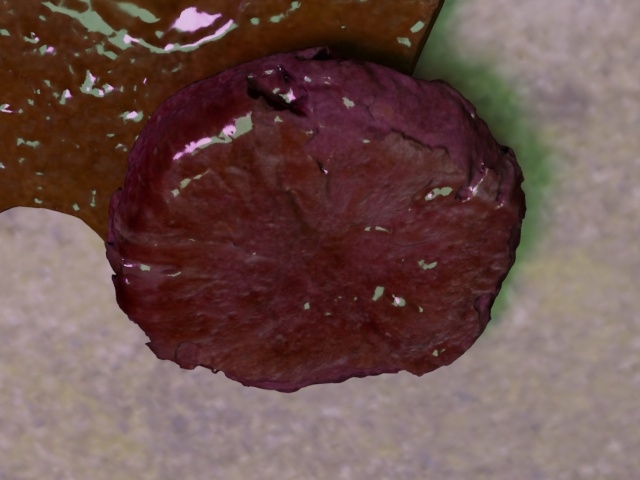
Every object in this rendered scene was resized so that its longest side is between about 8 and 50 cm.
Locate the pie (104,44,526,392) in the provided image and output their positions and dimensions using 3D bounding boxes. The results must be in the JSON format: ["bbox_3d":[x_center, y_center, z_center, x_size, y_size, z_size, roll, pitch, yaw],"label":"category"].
[{"bbox_3d":[0.000,0.000,0.434,0.154,0.038,0.153,-3,130,-4],"label":"pie"}]

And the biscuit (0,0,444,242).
[{"bbox_3d":[-0.068,-0.079,0.431,0.182,0.034,0.215,41,114,-18],"label":"biscuit"}]
